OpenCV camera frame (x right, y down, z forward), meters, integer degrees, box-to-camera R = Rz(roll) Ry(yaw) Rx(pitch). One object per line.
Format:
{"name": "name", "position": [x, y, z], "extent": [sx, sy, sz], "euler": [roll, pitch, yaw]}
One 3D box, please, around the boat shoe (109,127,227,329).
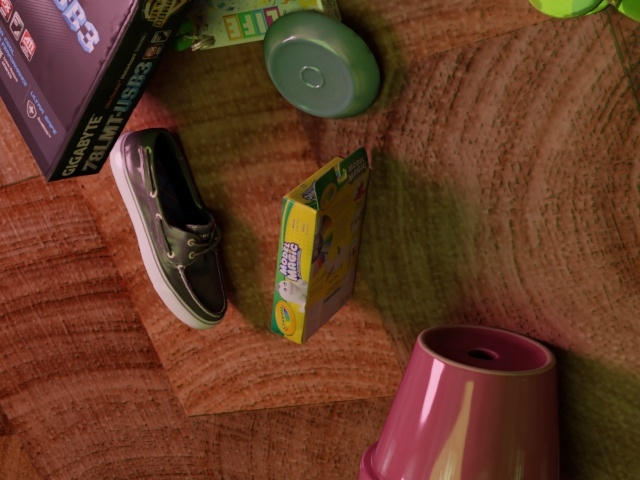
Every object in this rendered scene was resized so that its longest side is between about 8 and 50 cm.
{"name": "boat shoe", "position": [-0.144, -0.015, 1.292], "extent": [0.076, 0.080, 0.228], "euler": [-15, 98, 40]}

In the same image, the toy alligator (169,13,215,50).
{"name": "toy alligator", "position": [-0.148, -0.205, 1.158], "extent": [0.190, 0.056, 0.051], "euler": [13, 125, 61]}

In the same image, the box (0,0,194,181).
{"name": "box", "position": [-0.248, -0.259, 1.166], "extent": [0.295, 0.073, 0.293], "euler": [59, 136, 20]}

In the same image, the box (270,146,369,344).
{"name": "box", "position": [0.000, 0.000, 1.178], "extent": [0.043, 0.105, 0.179], "euler": [23, 125, 21]}

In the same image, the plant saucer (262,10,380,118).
{"name": "plant saucer", "position": [-0.004, -0.155, 1.127], "extent": [0.119, 0.021, 0.119], "euler": [19, 140, 16]}

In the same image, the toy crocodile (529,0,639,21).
{"name": "toy crocodile", "position": [0.146, -0.256, 0.933], "extent": [0.341, 0.115, 0.105], "euler": [33, 110, 12]}

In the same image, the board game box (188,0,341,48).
{"name": "board game box", "position": [-0.062, -0.239, 1.138], "extent": [0.154, 0.026, 0.103], "euler": [-3, 113, 35]}

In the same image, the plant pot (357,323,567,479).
{"name": "plant pot", "position": [0.142, 0.183, 1.139], "extent": [0.201, 0.201, 0.180], "euler": [15, 107, 27]}
